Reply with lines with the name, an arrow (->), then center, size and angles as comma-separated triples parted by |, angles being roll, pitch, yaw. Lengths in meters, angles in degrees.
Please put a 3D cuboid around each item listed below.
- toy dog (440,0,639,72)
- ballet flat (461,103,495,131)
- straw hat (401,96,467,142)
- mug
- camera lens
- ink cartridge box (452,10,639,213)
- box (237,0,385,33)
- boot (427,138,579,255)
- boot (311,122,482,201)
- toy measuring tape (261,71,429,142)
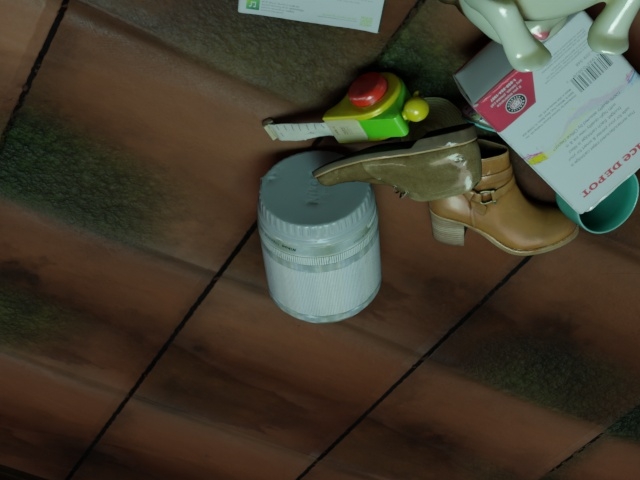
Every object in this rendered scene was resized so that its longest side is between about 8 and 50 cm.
toy dog -> 0.282, -0.413, 1.584 | 0.285, 0.395, 0.408 | -26, 169, -11
ballet flat -> 0.348, -0.210, 2.001 | 0.222, 0.077, 0.079 | 18, 117, -20
straw hat -> 0.188, -0.170, 2.011 | 0.145, 0.061, 0.144 | 11, 116, 25
mug -> 0.495, -0.097, 2.073 | 0.158, 0.097, 0.129 | -33, 123, -8
camera lens -> 0.000, 0.000, 2.142 | 0.220, 0.219, 0.274 | 0, 137, 6
ink cartridge box -> 0.400, -0.223, 1.887 | 0.226, 0.131, 0.306 | -41, 123, 13
box -> 0.003, -0.471, 1.761 | 0.232, 0.058, 0.322 | 8, 138, -3
boot -> 0.335, -0.090, 2.115 | 0.284, 0.109, 0.220 | 6, 133, 10
boot -> 0.127, -0.111, 1.967 | 0.305, 0.112, 0.115 | -8, 105, 29
toy measuring tape -> 0.050, -0.228, 2.007 | 0.330, 0.121, 0.121 | 1, 142, 39
